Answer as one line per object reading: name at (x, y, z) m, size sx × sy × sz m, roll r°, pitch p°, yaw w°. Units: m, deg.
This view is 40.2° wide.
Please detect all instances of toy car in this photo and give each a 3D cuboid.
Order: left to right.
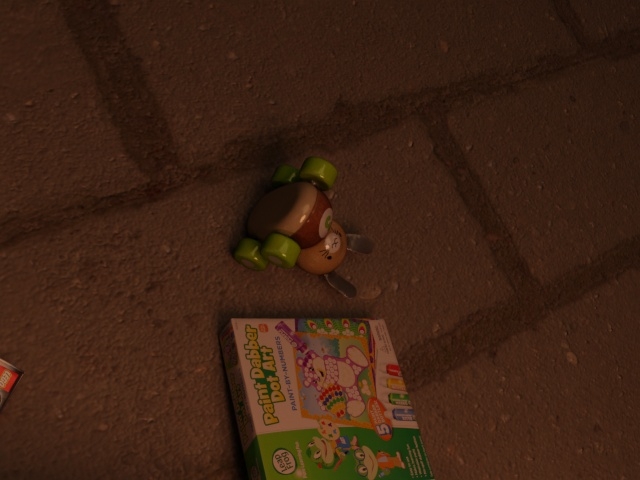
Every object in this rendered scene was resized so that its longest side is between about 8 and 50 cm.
toy car at (0.000, 0.000, 1.249) m, size 0.188 × 0.149 × 0.155 m, roll 36°, pitch 67°, yaw -26°

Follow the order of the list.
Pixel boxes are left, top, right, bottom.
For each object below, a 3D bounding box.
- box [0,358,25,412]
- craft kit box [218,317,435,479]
box at (-0.429, 0.209, 0.960) m, size 0.114 × 0.036 × 0.207 m, roll 32°, pitch 56°, yaw -15°
craft kit box at (0.006, 0.222, 1.167) m, size 0.246 × 0.061 × 0.250 m, roll 1°, pitch 55°, yaw -28°
